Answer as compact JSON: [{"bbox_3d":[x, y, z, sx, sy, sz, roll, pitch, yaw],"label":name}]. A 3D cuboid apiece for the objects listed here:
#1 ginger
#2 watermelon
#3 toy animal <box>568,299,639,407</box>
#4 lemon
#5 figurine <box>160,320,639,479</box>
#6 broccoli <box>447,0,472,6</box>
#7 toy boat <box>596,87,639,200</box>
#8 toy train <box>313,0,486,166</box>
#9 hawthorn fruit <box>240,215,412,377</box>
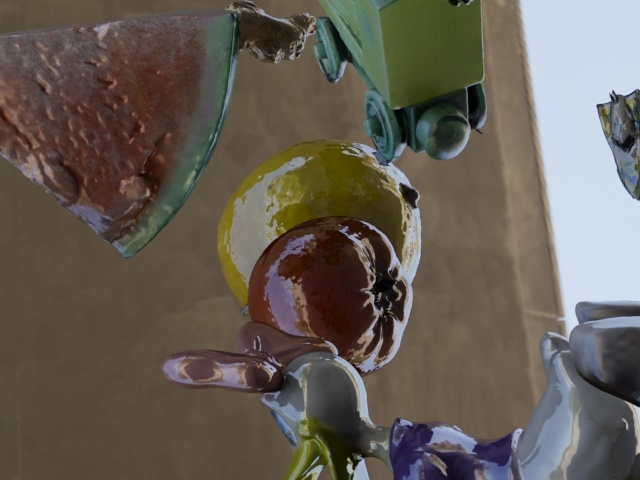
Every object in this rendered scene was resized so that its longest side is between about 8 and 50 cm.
[{"bbox_3d":[-0.099,-0.411,1.609,0.213,0.074,0.138,4,-111,-28],"label":"ginger"},{"bbox_3d":[-0.226,-0.105,0.787,0.319,0.292,0.222,-9,-77,-6],"label":"watermelon"},{"bbox_3d":[0.263,0.174,0.329,0.194,0.344,0.303,8,-100,-68],"label":"toy animal"},{"bbox_3d":[-0.001,0.000,1.145,0.297,0.297,0.297,8,-104,-34],"label":"lemon"},{"bbox_3d":[0.099,0.153,0.550,0.154,0.420,0.193,-10,-75,-68],"label":"figurine"},{"bbox_3d":[0.060,-0.333,0.801,0.177,0.198,0.275,-39,-90,0],"label":"broccoli"},{"bbox_3d":[0.557,-0.171,1.444,0.066,0.084,0.210,10,-111,-44],"label":"toy boat"},{"bbox_3d":[0.084,-0.278,1.011,0.160,0.397,0.253,-19,-46,-5],"label":"toy train"},{"bbox_3d":[-0.011,0.072,0.929,0.196,0.225,0.197,13,-108,-47],"label":"hawthorn fruit"}]
